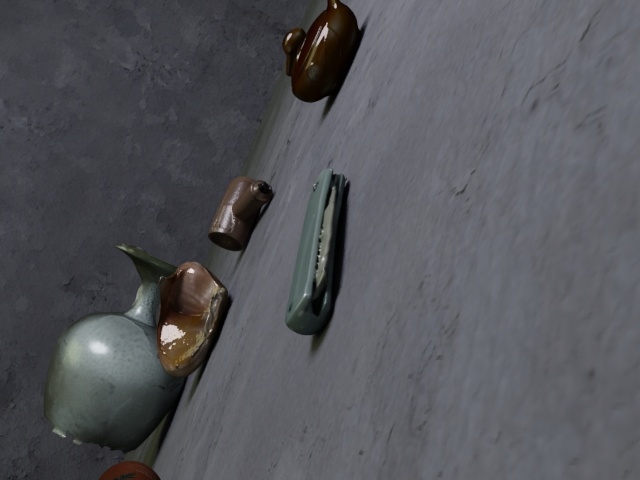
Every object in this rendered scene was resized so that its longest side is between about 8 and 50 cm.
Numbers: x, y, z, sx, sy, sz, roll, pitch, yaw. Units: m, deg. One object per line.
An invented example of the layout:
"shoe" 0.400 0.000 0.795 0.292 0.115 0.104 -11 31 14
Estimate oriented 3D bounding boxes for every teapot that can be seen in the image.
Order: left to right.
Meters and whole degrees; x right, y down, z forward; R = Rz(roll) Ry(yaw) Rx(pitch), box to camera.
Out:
"teapot" -0.003 -0.224 0.844 0.098 0.078 0.129 -94 29 -68

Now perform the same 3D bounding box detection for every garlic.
"garlic" -0.190 0.113 1.063 0.124 0.099 0.174 97 -170 -68

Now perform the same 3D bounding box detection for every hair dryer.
"hair dryer" -0.109 -0.060 1.133 0.182 0.064 0.117 -31 35 60

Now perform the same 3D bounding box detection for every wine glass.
"wine glass" -0.324 0.179 1.241 0.238 0.238 0.322 180 111 -79

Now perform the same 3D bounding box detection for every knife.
"knife" 0.000 0.000 0.498 0.162 0.023 0.044 -81 15 -52

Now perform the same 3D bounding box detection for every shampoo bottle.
"shampoo bottle" -0.202 0.298 0.756 0.244 0.086 0.085 169 122 -76
